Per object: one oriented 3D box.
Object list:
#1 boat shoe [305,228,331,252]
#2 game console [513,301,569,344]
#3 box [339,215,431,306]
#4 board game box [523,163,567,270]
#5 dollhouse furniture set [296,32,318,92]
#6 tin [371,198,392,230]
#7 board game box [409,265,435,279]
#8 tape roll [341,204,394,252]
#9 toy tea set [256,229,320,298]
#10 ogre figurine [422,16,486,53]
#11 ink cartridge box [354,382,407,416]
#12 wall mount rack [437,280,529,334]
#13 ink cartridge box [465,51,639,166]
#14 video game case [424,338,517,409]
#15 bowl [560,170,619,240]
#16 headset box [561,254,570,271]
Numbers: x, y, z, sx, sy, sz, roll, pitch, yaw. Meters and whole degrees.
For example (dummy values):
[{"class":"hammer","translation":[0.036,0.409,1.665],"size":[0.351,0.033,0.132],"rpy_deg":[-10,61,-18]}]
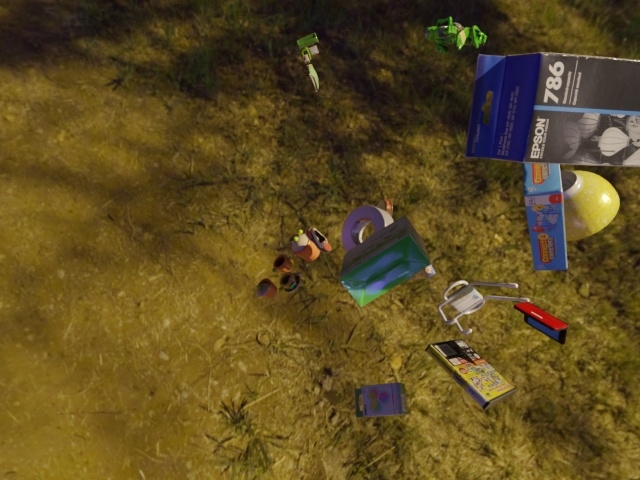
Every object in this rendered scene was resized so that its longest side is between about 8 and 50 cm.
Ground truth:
[{"class":"boat shoe","translation":[0.000,0.000,1.709],"size":[0.137,0.043,0.049],"rpy_deg":[43,45,-34]},{"class":"game console","translation":[0.673,0.260,1.395],"size":[0.124,0.085,0.144],"rpy_deg":[-2,25,-37]},{"class":"box","translation":[0.203,0.058,1.474],"size":[0.127,0.262,0.231],"rpy_deg":[53,15,-10]},{"class":"board game box","translation":[0.632,-0.127,1.279],"size":[0.086,0.302,0.308],"rpy_deg":[-5,45,28]},{"class":"dollhouse furniture set","translation":[-0.016,-0.523,1.330],"size":[0.058,0.152,0.076],"rpy_deg":[-19,44,9]},{"class":"tin","translation":[0.262,-0.110,1.954],"size":[0.040,0.190,0.106],"rpy_deg":[8,64,-10]},{"class":"board game box","translation":[0.335,0.076,1.792],"size":[0.042,0.243,0.165],"rpy_deg":[-32,95,-21]},{"class":"tape roll","translation":[0.189,-0.028,1.811],"size":[0.072,0.219,0.219],"rpy_deg":[13,38,-47]},{"class":"toy tea set","translation":[-0.146,0.091,1.831],"size":[0.200,0.124,0.336],"rpy_deg":[15,69,50]},{"class":"ogre figurine","translation":[0.384,-0.593,1.309],"size":[0.197,0.097,0.118],"rpy_deg":[-33,39,-30]},{"class":"ink cartridge box","translation":[0.210,0.590,1.671],"size":[0.209,0.062,0.109],"rpy_deg":[-14,63,26]},{"class":"wall mount rack","translation":[0.648,0.248,1.820],"size":[0.350,0.304,0.130],"rpy_deg":[33,25,-49]},{"class":"ink cartridge box","translation":[0.405,-0.203,0.720],"size":[0.332,0.165,0.065],"rpy_deg":[0,16,-8]},{"class":"video game case","translation":[0.502,0.431,1.503],"size":[0.275,0.035,0.248],"rpy_deg":[9,28,-50]},{"class":"bowl","translation":[0.880,-0.156,1.618],"size":[0.156,0.289,0.289],"rpy_deg":[45,40,-29]},{"class":"headset box","translation":[0.858,0.074,1.644],"size":[0.032,0.062,0.083],"rpy_deg":[9,7,-15]}]
